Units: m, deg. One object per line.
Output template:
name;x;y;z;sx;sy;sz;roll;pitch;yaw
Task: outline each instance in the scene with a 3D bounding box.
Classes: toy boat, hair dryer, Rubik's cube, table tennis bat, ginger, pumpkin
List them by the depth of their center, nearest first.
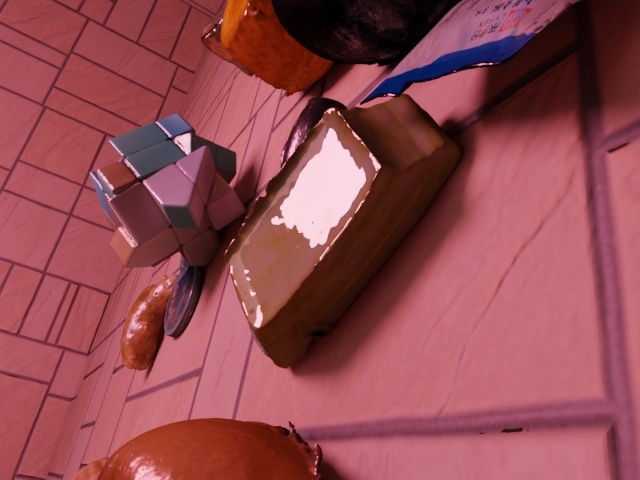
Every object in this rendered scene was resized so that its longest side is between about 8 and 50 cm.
toy boat;-0.005;0.000;0.453;0.276;0.084;0.111;-53;47;26
pumpkin;0.049;-0.292;0.530;0.233;0.163;0.233;-41;36;40
hair dryer;-0.029;-0.054;0.631;0.219;0.075;0.195;-175;98;-76
Rubik's cube;-0.246;-0.066;0.906;0.213;0.265;0.224;43;151;29
table tennis bat;-0.258;0.071;1.015;0.149;0.038;0.237;-42;36;45
ginger;-0.359;0.159;1.092;0.115;0.081;0.205;15;72;35

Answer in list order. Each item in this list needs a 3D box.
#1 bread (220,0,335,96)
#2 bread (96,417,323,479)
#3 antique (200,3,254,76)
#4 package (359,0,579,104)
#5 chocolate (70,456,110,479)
bread;-0.028;-0.372;0.756;0.312;0.172;0.312;-44;35;42
bread;-0.080;0.211;0.339;0.204;0.163;0.262;-69;14;-11
antique;-0.126;-0.519;1.170;0.284;0.150;0.125;-39;34;33
package;0.119;-0.153;0.352;0.173;0.027;0.171;-44;21;-10
chocolate;-0.230;0.343;0.589;0.134;0.134;0.309;-69;19;-5
